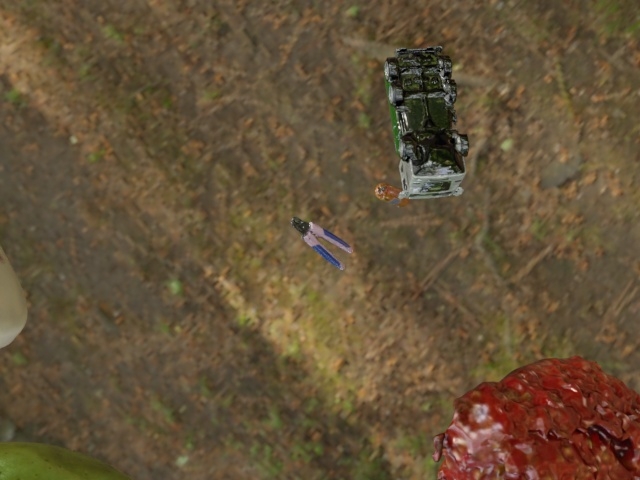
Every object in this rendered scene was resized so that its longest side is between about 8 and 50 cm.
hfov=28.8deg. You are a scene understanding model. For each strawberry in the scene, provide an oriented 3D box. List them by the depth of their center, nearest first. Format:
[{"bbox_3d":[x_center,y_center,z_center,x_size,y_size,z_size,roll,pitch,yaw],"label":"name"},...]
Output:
[{"bbox_3d":[0.159,0.143,0.778,0.098,0.174,0.228,25,157,37],"label":"strawberry"}]

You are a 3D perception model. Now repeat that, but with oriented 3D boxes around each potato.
[{"bbox_3d":[-0.339,0.353,1.523,0.305,0.215,0.216,17,142,-19],"label":"potato"}]

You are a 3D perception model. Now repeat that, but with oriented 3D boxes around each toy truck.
[{"bbox_3d":[0.150,-0.180,1.863,0.101,0.242,0.125,-3,156,-9],"label":"toy truck"}]

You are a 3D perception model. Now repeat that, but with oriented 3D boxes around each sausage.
[{"bbox_3d":[0.116,-0.076,2.054,0.031,0.107,0.031,-3,82,24],"label":"sausage"}]

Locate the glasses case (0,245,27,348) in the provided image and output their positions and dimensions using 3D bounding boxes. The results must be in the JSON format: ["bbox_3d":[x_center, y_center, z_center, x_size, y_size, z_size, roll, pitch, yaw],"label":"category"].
[{"bbox_3d":[-0.203,-0.028,0.541,0.051,0.081,0.204,-45,75,14],"label":"glasses case"}]

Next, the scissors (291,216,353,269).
[{"bbox_3d":[0.000,0.000,1.799,0.113,0.039,0.012,34,163,-29],"label":"scissors"}]
